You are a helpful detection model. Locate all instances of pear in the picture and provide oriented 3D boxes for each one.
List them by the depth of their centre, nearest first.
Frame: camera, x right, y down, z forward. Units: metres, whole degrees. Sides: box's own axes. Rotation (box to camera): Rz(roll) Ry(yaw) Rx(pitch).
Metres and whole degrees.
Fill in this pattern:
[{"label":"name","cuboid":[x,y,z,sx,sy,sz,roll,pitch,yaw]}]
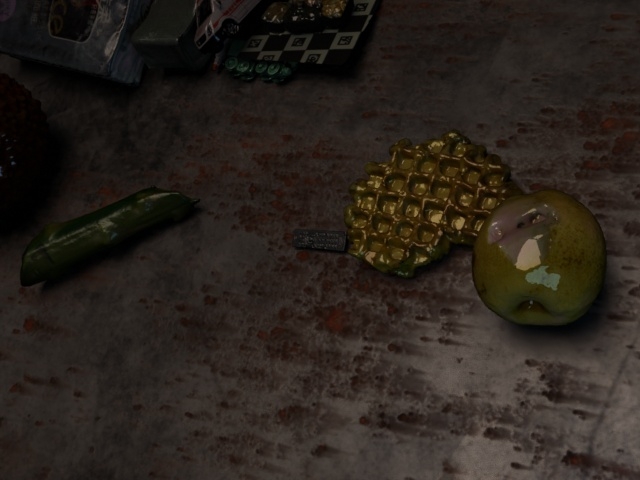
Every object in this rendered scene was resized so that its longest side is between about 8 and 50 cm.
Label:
[{"label":"pear","cuboid":[0.275,0.018,1.147,0.178,0.178,0.178,-11,61,21]}]

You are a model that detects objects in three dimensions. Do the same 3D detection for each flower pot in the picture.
[{"label":"flower pot","cuboid":[-0.240,-0.415,1.658,0.108,0.103,0.229,9,68,29]}]

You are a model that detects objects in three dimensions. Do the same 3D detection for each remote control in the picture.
[{"label":"remote control","cuboid":[0.000,0.000,1.381,0.091,0.016,0.034,5,83,28]}]

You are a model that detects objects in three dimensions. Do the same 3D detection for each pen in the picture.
[{"label":"pen","cuboid":[-0.152,-0.399,1.655,0.026,0.026,0.218,11,71,30]}]

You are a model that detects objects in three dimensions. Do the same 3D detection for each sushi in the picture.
[{"label":"sushi","cuboid":[-0.024,-0.382,1.540,0.215,0.050,0.192,8,54,29]}]

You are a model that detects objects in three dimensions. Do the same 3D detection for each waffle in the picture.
[{"label":"waffle","cuboid":[0.152,-0.043,1.307,0.253,0.056,0.249,-39,54,1]}]

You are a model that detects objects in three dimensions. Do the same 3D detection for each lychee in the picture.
[{"label":"lychee","cuboid":[-0.628,-0.169,1.618,0.276,0.275,0.304,27,60,33]}]

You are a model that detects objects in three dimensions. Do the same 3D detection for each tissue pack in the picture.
[{"label":"tissue pack","cuboid":[-0.471,-0.451,1.739,0.361,0.122,0.259,18,98,30]}]

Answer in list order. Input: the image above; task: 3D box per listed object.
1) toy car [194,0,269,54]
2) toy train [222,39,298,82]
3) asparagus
[{"label":"toy car","cuboid":[-0.160,-0.418,1.583,0.209,0.108,0.089,-53,18,-27]},{"label":"toy train","cuboid":[-0.106,-0.311,1.579,0.148,0.038,0.071,13,68,31]},{"label":"asparagus","cuboid":[-0.359,-0.020,1.527,0.343,0.082,0.085,-27,53,10]}]
